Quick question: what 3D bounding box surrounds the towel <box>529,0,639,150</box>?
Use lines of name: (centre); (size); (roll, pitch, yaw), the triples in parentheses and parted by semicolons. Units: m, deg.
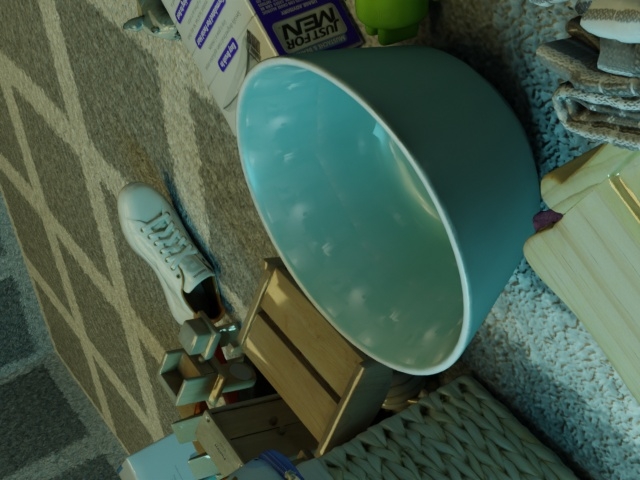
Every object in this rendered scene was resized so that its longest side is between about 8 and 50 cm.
towel: (0.259, -0.102, 0.393); (0.283, 0.235, 0.121); (27, 144, 52)

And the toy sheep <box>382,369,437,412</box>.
toy sheep: (0.088, 0.158, 1.152); (0.091, 0.091, 0.132); (24, 137, 53)

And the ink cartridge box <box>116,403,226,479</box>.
ink cartridge box: (-0.212, 0.441, 1.787); (0.197, 0.270, 0.198); (60, 155, 9)

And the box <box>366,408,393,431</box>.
box: (0.075, 0.413, 1.416); (0.395, 0.097, 0.318); (61, 154, 5)

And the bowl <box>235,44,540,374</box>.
bowl: (0.078, -0.050, 0.861); (0.311, 0.163, 0.312); (42, 150, 32)

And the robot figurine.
robot figurine: (0.062, -0.233, 0.834); (0.101, 0.067, 0.115); (-127, 24, -48)

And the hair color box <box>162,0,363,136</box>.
hair color box: (-0.105, -0.306, 1.039); (0.339, 0.110, 0.185); (63, 154, 4)

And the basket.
basket: (0.150, 0.387, 1.043); (0.331, 0.266, 0.328); (42, 148, 36)

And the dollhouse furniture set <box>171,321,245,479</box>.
dollhouse furniture set: (-0.138, 0.299, 1.612); (0.262, 0.135, 0.259); (-92, -14, -63)

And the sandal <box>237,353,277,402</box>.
sandal: (-0.054, 0.319, 1.314); (0.446, 0.107, 0.168); (-96, 17, -48)

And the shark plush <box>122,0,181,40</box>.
shark plush: (-0.219, -0.315, 1.314); (0.161, 0.073, 0.067); (30, 110, 56)

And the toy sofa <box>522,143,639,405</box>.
toy sofa: (0.300, 0.071, 0.582); (0.363, 0.150, 0.177); (57, 159, 12)

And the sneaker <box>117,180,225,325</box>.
sneaker: (-0.247, 0.021, 1.661); (0.123, 0.106, 0.290); (-3, 120, 53)

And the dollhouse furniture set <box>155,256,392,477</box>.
dollhouse furniture set: (-0.014, 0.121, 1.159); (0.303, 0.173, 0.356); (46, 124, 34)

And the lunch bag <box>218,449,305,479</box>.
lunch bag: (-0.020, 0.348, 0.901); (0.243, 0.114, 0.303); (44, 149, 40)
